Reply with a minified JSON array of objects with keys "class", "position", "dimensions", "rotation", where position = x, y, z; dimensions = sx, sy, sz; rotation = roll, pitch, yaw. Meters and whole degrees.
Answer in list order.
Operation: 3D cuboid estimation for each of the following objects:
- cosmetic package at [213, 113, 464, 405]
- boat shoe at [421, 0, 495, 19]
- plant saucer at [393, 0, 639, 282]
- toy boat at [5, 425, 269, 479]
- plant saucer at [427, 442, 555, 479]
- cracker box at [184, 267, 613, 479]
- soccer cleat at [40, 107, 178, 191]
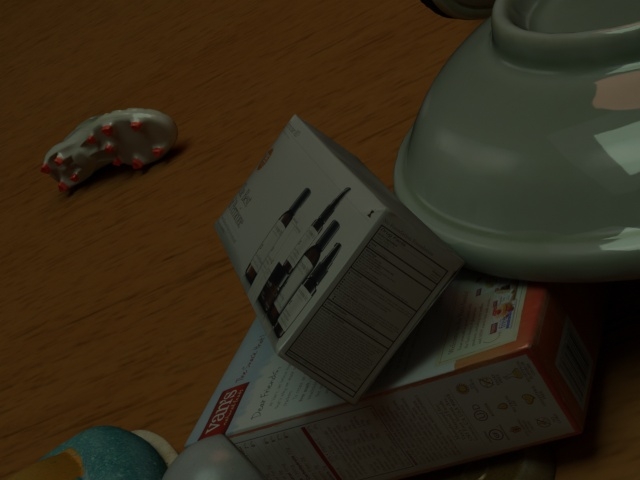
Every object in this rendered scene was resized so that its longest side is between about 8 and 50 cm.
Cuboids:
[{"class":"cosmetic package","position":[0.000,0.000,0.794],"dimensions":[0.099,0.060,0.239],"rotation":[-52,20,5]},{"class":"boat shoe","position":[0.155,-0.293,1.157],"dimensions":[0.113,0.127,0.340],"rotation":[-6,40,47]},{"class":"plant saucer","position":[0.216,-0.128,0.790],"dimensions":[0.400,0.100,0.400],"rotation":[-21,26,11]},{"class":"toy boat","position":[-0.113,0.182,0.688],"dimensions":[0.318,0.148,0.267],"rotation":[-20,32,35]},{"class":"plant saucer","position":[0.088,0.130,0.729],"dimensions":[0.083,0.015,0.083],"rotation":[-29,30,18]},{"class":"cracker box","position":[0.049,0.069,0.791],"dimensions":[0.232,0.067,0.155],"rotation":[-19,25,31]},{"class":"soccer cleat","position":[-0.215,-0.107,1.383],"dimensions":[0.196,0.068,0.076],"rotation":[-16,32,41]}]
